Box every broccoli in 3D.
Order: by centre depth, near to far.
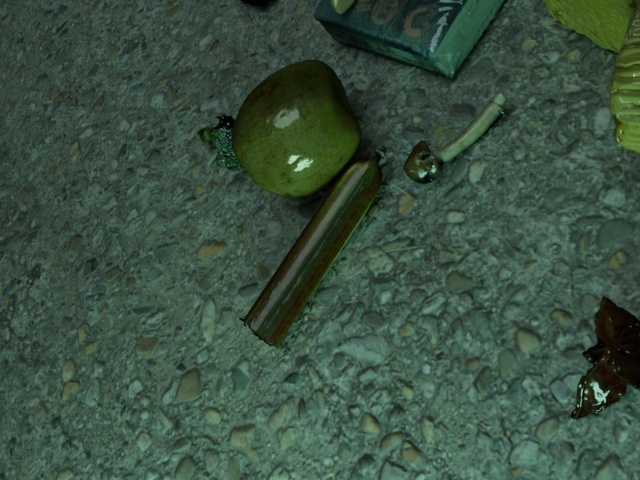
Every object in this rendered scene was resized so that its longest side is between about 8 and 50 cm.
[{"bbox_3d":[-0.185,-0.205,1.370,0.204,0.118,0.122,23,113,57],"label":"broccoli"}]

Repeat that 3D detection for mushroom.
[{"bbox_3d":[0.208,-0.159,1.073,0.187,0.060,0.061,-38,43,9],"label":"mushroom"}]

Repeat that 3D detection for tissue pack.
[{"bbox_3d":[0.158,-0.433,1.213,0.316,0.103,0.227,34,89,41],"label":"tissue pack"}]

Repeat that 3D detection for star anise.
[{"bbox_3d":[0.382,0.142,0.799,0.140,0.144,0.158,121,169,-68],"label":"star anise"}]

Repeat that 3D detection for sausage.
[{"bbox_3d":[0.000,0.000,1.135,0.082,0.082,0.371,33,89,42],"label":"sausage"}]

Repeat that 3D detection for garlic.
[{"bbox_3d":[0.044,-0.436,1.206,0.083,0.041,0.053,-46,55,5],"label":"garlic"}]

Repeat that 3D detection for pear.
[{"bbox_3d":[-0.045,-0.186,1.181,0.211,0.188,0.228,-27,50,14],"label":"pear"}]

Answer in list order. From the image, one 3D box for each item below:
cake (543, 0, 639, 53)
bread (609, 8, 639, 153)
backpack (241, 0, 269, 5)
[{"bbox_3d":[0.440,-0.420,0.911,0.286,0.227,0.222,-47,48,8],"label":"cake"},{"bbox_3d":[0.432,-0.173,0.780,0.133,0.250,0.178,11,95,43],"label":"bread"},{"bbox_3d":[-0.127,-0.593,1.508,0.120,0.106,0.165,43,117,44],"label":"backpack"}]
